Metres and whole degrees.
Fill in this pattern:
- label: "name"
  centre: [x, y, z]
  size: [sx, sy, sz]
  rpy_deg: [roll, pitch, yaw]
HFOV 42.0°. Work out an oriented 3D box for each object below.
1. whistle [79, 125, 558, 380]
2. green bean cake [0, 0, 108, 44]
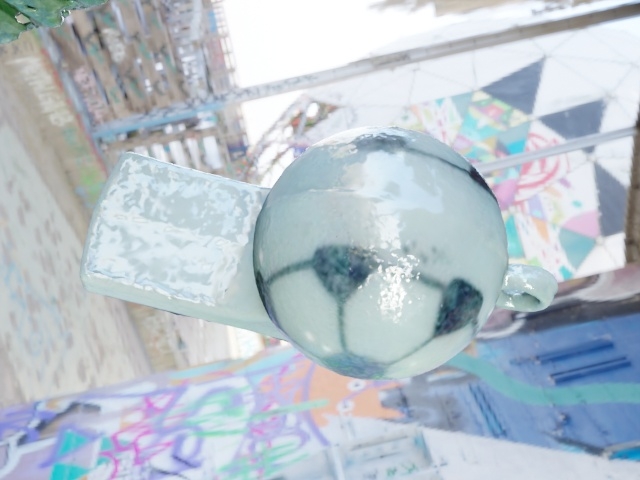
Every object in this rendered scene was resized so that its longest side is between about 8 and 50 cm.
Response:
- label: "whistle"
  centre: [0.000, 0.000, 0.494]
  size: [0.163, 0.290, 0.163]
  rpy_deg: [-167, -90, -88]
- label: "green bean cake"
  centre: [-0.197, -0.240, 0.537]
  size: [0.107, 0.194, 0.208]
  rpy_deg: [32, 46, -57]
